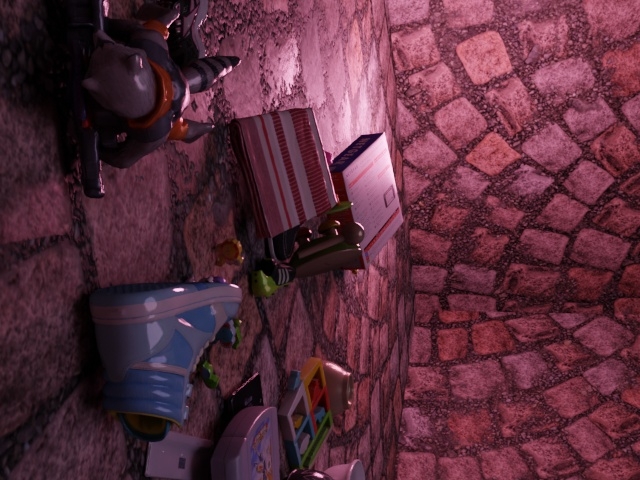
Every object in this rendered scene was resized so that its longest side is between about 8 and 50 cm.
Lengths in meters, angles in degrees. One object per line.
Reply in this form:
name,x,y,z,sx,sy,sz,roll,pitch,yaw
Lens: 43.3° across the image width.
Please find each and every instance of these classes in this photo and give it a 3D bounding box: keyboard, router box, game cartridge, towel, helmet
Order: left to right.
keyboard,-0.223,0.347,1.294,0.256,0.014,0.072,54,43,-67
keyboard,-0.148,0.332,1.583,0.180,0.023,0.108,-23,106,-75
game cartridge,-0.128,0.412,1.456,0.297,0.062,0.198,-29,120,-78
towel,-0.070,-0.149,1.661,0.329,0.037,0.237,-28,106,-62
helmet,-0.024,0.589,1.788,0.161,0.169,0.169,-45,-159,40
router box,0.126,-0.120,2.361,0.335,0.082,0.301,-46,127,-54

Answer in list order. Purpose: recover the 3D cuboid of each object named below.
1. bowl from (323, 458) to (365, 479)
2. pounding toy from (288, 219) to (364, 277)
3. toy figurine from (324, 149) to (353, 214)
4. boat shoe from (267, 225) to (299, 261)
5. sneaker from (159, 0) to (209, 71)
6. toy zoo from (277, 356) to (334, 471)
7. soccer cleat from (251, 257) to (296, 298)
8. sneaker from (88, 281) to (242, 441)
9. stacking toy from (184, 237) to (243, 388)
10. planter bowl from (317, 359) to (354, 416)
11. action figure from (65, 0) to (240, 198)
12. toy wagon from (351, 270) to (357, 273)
bowl,0.028,0.713,2.084,0.298,0.134,0.297,1,90,-76
pounding toy,0.000,0.000,1.892,0.237,0.183,0.110,112,-40,-72
toy figurine,0.001,-0.156,2.050,0.173,0.130,0.159,-134,-148,-78
boat shoe,-0.058,-0.097,1.797,0.114,0.091,0.302,55,38,-71
sneaker,-0.219,-0.318,1.208,0.077,0.072,0.178,43,40,-56
toy zoo,-0.035,0.420,1.949,0.192,0.030,0.293,-55,145,-45
soccer cleat,-0.097,0.066,1.703,0.179,0.060,0.072,-39,126,-66
sneaker,-0.207,0.162,1.122,0.319,0.127,0.208,0,88,-67
stacking toy,-0.173,0.127,1.409,0.167,0.052,0.221,-59,147,-65
planter bowl,0.029,0.396,2.137,0.162,0.109,0.162,0,90,-77
action figure,-0.213,-0.236,0.991,0.330,0.179,0.341,-79,168,-72
toy wagon,0.104,-0.036,2.533,0.344,0.068,0.267,-75,160,-45
